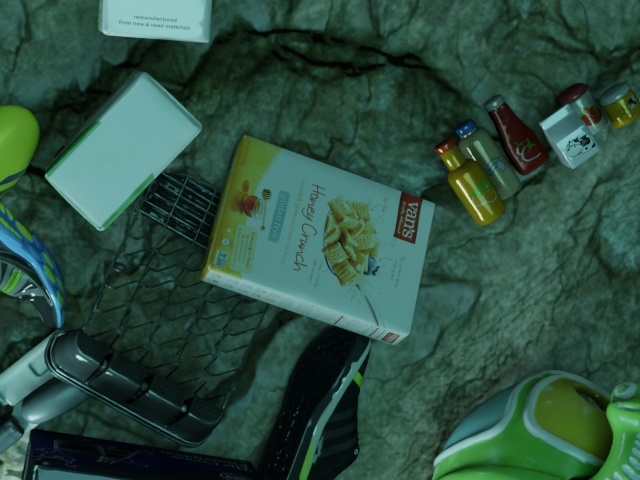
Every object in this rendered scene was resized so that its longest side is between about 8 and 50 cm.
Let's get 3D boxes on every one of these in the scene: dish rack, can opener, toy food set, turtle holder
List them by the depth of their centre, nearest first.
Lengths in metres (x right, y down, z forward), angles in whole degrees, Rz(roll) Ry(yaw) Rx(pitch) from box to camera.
[{"bbox_3d":[-0.157,0.067,1.939,0.208,0.074,0.271,32,62,-17],"label":"dish rack"},{"bbox_3d":[-0.365,0.204,1.942,0.280,0.093,0.074,-37,104,2],"label":"can opener"},{"bbox_3d":[0.249,0.255,1.954,0.243,0.320,0.227,16,57,9],"label":"turtle holder"},{"bbox_3d":[0.239,-0.127,1.985,0.232,0.111,0.104,-35,103,-1],"label":"toy food set"}]

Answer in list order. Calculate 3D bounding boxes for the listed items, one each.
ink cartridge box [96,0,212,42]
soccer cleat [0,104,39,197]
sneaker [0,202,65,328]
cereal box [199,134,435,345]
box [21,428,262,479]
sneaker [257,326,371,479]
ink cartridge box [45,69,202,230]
[{"bbox_3d":[-0.168,-0.349,1.835,0.115,0.198,0.273,4,97,-9],"label":"ink cartridge box"},{"bbox_3d":[-0.421,-0.043,1.874,0.289,0.121,0.093,-34,102,-4],"label":"soccer cleat"},{"bbox_3d":[-0.341,0.028,1.915,0.078,0.067,0.188,-29,127,12],"label":"sneaker"},{"bbox_3d":[0.000,0.000,1.957,0.240,0.047,0.173,18,64,-12],"label":"cereal box"},{"bbox_3d":[-0.197,0.291,1.932,0.261,0.184,0.103,10,97,-12],"label":"box"},{"bbox_3d":[0.007,0.210,2.025,0.097,0.084,0.234,24,95,-37],"label":"sneaker"},{"bbox_3d":[-0.212,-0.100,1.861,0.087,0.208,0.153,44,88,-10],"label":"ink cartridge box"}]
